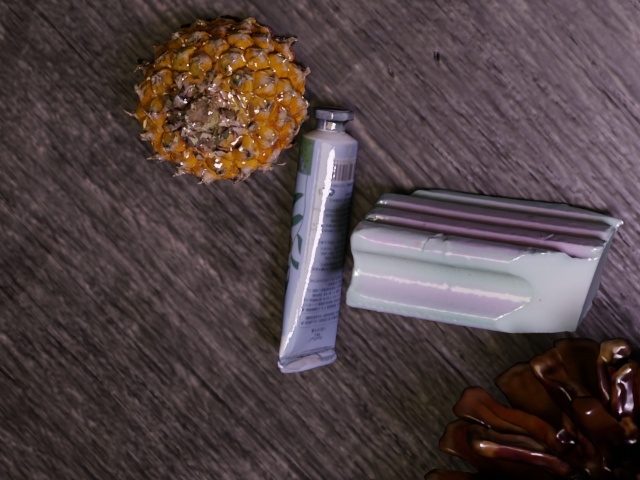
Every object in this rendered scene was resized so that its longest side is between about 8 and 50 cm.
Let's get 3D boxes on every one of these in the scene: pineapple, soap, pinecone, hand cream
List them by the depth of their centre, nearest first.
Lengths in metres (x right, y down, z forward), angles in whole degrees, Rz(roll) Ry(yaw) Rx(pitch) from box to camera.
[{"bbox_3d":[0.256,0.260,1.607,0.397,0.398,0.398,2,102,11],"label":"pinecone"},{"bbox_3d":[0.154,0.022,1.702,0.230,0.145,0.091,10,113,15],"label":"soap"},{"bbox_3d":[-0.104,-0.126,1.722,0.176,0.137,0.161,0,102,11],"label":"pineapple"},{"bbox_3d":[0.000,0.000,1.761,0.055,0.088,0.256,11,102,34],"label":"hand cream"}]
